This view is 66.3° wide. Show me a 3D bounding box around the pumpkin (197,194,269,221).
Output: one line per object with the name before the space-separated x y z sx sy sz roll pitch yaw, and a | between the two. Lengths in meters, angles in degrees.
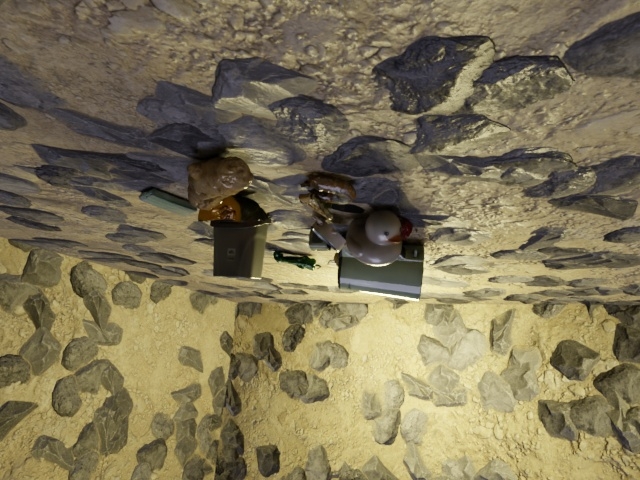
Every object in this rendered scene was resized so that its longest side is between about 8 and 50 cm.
pumpkin | -0.308 -0.124 1.813 0.279 0.111 0.163 2 -176 39

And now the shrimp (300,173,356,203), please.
shrimp | 0.022 -0.158 1.579 0.188 0.051 0.132 21 140 -15

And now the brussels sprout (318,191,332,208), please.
brussels sprout | 0.017 -0.147 1.668 0.085 0.058 0.085 12 150 7

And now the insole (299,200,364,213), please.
insole | 0.046 -0.130 1.808 0.253 0.005 0.086 10 163 -17

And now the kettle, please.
kettle | 0.269 0.099 2.189 0.377 0.250 0.361 5 144 10

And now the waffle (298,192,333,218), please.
waffle | 0.003 -0.111 1.624 0.153 0.023 0.097 33 167 -26

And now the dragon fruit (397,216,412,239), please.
dragon fruit | 0.311 -0.049 1.898 0.097 0.063 0.131 3 164 8

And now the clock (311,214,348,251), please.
clock | 0.034 -0.019 1.946 0.229 0.063 0.155 42 180 -39

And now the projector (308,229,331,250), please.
projector | 0.000 0.000 2.135 0.082 0.083 0.083 1 163 17

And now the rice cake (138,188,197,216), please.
rice cake | -0.587 -0.147 1.892 0.211 0.038 0.124 19 160 -39

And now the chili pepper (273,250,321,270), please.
chili pepper | -0.125 0.109 2.577 0.257 0.074 0.100 9 164 -11

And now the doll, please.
doll | 0.208 -0.028 1.837 0.221 0.221 0.251 20 -170 -43

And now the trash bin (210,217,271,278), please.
trash bin | -0.324 0.027 1.965 0.220 0.250 0.219 2 175 17

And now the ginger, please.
ginger | -0.339 -0.179 1.540 0.190 0.126 0.354 7 163 -26

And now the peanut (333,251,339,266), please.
peanut | 0.142 0.129 2.419 0.083 0.194 0.093 -53 161 22
